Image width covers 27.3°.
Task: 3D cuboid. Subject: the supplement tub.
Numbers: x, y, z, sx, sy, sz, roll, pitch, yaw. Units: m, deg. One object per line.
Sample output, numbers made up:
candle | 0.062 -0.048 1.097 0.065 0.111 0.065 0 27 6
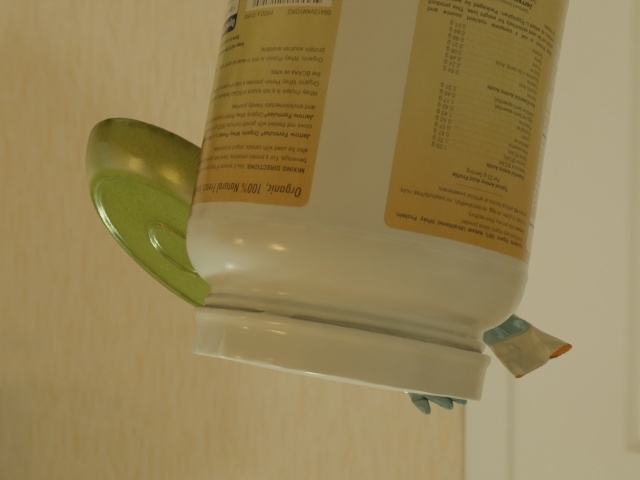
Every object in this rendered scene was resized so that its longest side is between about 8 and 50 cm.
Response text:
supplement tub | 0.036 -0.064 0.875 0.228 0.316 0.228 10 174 1

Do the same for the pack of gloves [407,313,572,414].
pack of gloves | 0.174 0.132 1.650 0.195 0.046 0.232 -26 -163 -11

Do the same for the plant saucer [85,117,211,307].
plant saucer | -0.108 -0.002 1.096 0.241 0.241 0.037 4 -131 49
